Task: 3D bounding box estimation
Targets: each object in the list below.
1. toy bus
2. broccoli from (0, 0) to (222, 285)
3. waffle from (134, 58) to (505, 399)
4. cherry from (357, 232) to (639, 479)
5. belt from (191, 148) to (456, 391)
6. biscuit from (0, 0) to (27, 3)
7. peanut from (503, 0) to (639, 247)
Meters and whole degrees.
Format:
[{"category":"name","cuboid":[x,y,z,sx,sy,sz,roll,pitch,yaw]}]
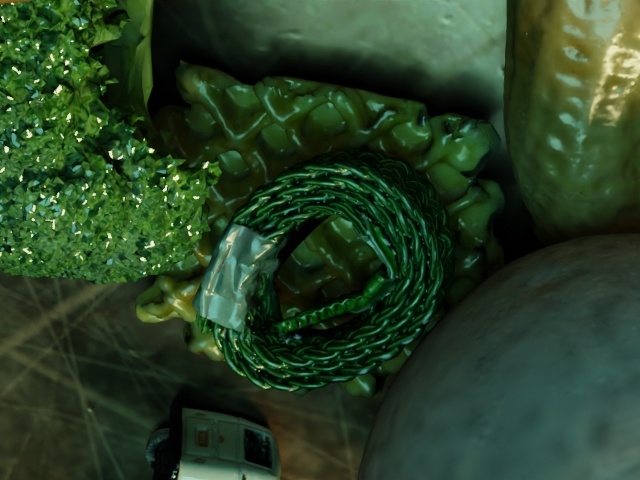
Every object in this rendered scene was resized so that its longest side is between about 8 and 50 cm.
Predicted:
[{"category":"toy bus","cuboid":[-0.077,0.203,1.258,0.089,0.087,0.194,8,115,-7]},{"category":"broccoli","cuboid":[-0.173,-0.109,1.040,0.275,0.308,0.308,-41,109,-22]},{"category":"waffle","cuboid":[0.000,-0.001,1.168,0.223,0.054,0.204,11,116,4]},{"category":"cherry","cuboid":[0.164,0.161,1.067,0.291,0.335,0.326,16,116,-4]},{"category":"belt","cuboid":[0.004,0.017,1.107,0.151,0.079,0.121,-39,91,16]},{"category":"biscuit","cuboid":[-0.173,-0.284,0.914,0.365,0.385,0.062,-5,157,15]},{"category":"peanut","cuboid":[0.153,-0.090,1.084,0.108,0.095,0.226,2,116,2]}]
